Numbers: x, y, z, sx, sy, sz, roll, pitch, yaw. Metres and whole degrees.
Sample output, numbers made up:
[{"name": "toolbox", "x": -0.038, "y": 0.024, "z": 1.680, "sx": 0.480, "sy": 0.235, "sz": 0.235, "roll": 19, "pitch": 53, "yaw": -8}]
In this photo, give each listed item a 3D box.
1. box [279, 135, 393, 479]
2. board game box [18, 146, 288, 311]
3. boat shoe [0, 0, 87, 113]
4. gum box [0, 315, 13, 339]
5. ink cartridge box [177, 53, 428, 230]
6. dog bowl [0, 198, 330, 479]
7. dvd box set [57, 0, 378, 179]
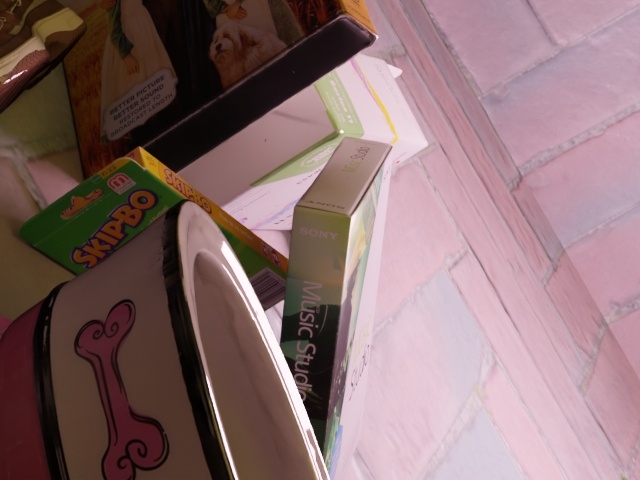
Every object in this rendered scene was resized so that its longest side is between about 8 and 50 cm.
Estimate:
[{"name": "box", "x": 0.009, "y": 0.087, "z": 1.418, "sx": 0.232, "sy": 0.058, "sz": 0.322, "roll": -59, "pitch": 155, "yaw": -68}, {"name": "board game box", "x": -0.137, "y": 0.009, "z": 1.337, "sx": 0.259, "sy": 0.124, "sz": 0.039, "roll": 37, "pitch": 26, "yaw": -49}, {"name": "boat shoe", "x": -0.284, "y": -0.165, "z": 1.297, "sx": 0.095, "sy": 0.095, "sz": 0.257, "roll": 43, "pitch": 16, "yaw": -8}, {"name": "gum box", "x": -0.239, "y": 0.125, "z": 1.019, "sx": 0.107, "sy": 0.062, "sz": 0.188, "roll": 33, "pitch": 33, "yaw": -52}, {"name": "ink cartridge box", "x": -0.019, "y": -0.106, "z": 1.663, "sx": 0.119, "sy": 0.207, "sz": 0.353, "roll": 62, "pitch": 20, "yaw": 10}, {"name": "dog bowl", "x": -0.087, "y": 0.187, "z": 1.041, "sx": 0.408, "sy": 0.150, "sz": 0.408, "roll": -20, "pitch": 90, "yaw": -85}, {"name": "dvd box set", "x": -0.130, "y": -0.279, "z": 1.489, "sx": 0.062, "sy": 0.307, "sz": 0.420, "roll": 33, "pitch": 34, "yaw": -49}]
